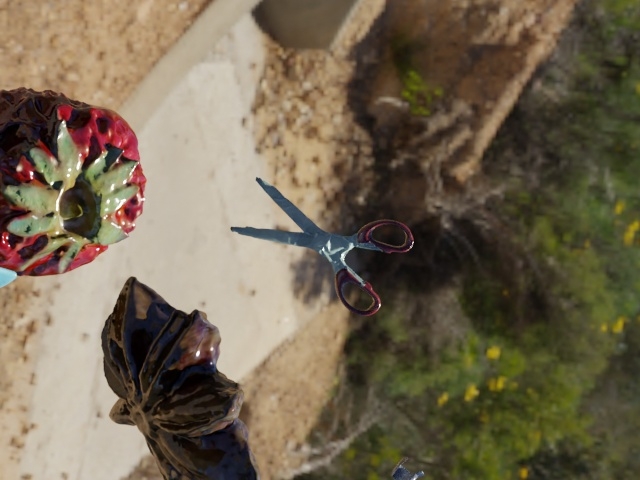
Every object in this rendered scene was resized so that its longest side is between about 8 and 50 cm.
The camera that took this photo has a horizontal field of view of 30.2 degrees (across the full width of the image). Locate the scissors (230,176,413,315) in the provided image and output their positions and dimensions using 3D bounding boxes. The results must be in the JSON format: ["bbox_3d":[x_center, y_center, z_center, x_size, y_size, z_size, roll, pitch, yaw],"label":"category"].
[{"bbox_3d":[0.000,0.000,1.647,0.144,0.248,0.017,-63,-161,4],"label":"scissors"}]

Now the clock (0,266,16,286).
[{"bbox_3d":[-0.542,0.057,1.532,0.274,0.094,0.223,14,120,-44],"label":"clock"}]

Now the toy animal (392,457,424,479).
[{"bbox_3d":[0.111,0.318,1.530,0.050,0.028,0.084,-52,133,-27],"label":"toy animal"}]

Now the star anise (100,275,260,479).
[{"bbox_3d":[-0.172,0.194,1.410,0.108,0.315,0.315,-30,127,-31],"label":"star anise"}]

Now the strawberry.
[{"bbox_3d":[-0.460,-0.095,1.784,0.317,0.345,0.295,-39,126,-32],"label":"strawberry"}]
